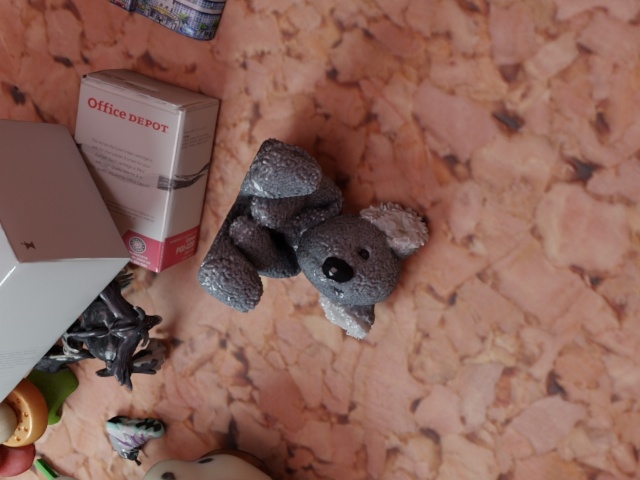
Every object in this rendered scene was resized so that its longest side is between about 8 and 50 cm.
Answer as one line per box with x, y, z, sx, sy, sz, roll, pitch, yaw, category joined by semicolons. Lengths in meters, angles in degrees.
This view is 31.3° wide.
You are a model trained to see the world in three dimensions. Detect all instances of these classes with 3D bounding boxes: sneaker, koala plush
-0.253;0.283;1.588;0.098;0.038;0.069;3;107;36;sneaker
0.000;0.000;1.325;0.221;0.203;0.196;26;103;-4;koala plush

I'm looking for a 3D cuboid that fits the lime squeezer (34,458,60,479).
-0.288;0.376;1.618;0.310;0.059;0.110;-1;103;28;lime squeezer

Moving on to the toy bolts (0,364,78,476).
-0.494;0.254;1.630;0.218;0.158;0.228;35;116;15;toy bolts

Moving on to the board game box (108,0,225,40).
-0.191;-0.366;1.368;0.194;0.060;0.194;29;115;17;board game box

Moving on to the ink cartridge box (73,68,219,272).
-0.228;-0.092;1.441;0.159;0.092;0.218;20;113;22;ink cartridge box

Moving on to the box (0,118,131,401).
-0.427;0.039;1.415;0.345;0.168;0.215;-43;65;31;box

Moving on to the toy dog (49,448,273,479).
-0.202;0.450;1.449;0.395;0.284;0.408;31;107;-18;toy dog

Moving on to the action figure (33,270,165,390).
-0.283;0.110;1.500;0.276;0.141;0.164;-8;98;44;action figure
